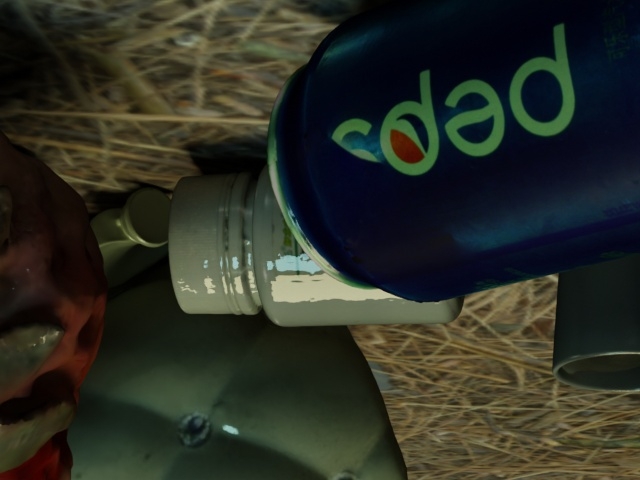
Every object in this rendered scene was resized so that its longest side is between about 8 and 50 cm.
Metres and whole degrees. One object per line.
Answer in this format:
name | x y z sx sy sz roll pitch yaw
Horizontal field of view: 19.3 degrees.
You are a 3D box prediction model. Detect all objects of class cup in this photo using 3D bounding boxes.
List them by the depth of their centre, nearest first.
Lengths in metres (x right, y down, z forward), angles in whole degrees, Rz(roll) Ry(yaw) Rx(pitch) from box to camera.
cup | 0.161 0.028 0.943 0.078 0.077 0.100 9 161 -21

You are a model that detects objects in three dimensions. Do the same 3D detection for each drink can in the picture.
drink can | 0.082 -0.046 0.671 0.205 0.118 0.118 -17 154 41

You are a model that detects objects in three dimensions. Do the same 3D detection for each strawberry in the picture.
strawberry | -0.220 0.005 0.808 0.265 0.149 0.336 34 164 -25

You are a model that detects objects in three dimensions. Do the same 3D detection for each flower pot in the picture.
flower pot | -0.070 0.128 1.009 0.195 0.246 0.246 -18 165 -14

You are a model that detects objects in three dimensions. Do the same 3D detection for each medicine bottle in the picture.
medicine bottle | 0.000 0.000 0.872 0.130 0.080 0.080 -1 161 10

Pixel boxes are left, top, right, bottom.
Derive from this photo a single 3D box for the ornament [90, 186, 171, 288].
ornament | -0.108 0.003 0.954 0.092 0.041 0.068 -20 177 23
